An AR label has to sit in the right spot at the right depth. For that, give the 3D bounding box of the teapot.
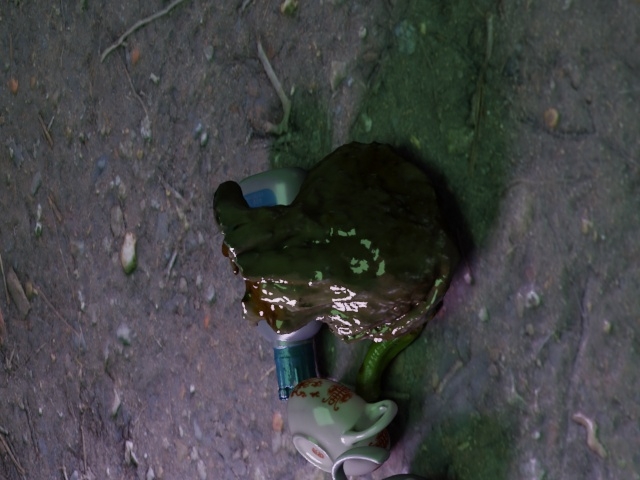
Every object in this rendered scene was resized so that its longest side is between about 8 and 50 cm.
[{"bbox_3d":[0.029,0.256,1.681,0.245,0.116,0.159,-14,108,56],"label":"teapot"}]

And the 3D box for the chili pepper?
[{"bbox_3d":[0.092,0.149,1.661,0.208,0.043,0.049,-62,34,36],"label":"chili pepper"}]

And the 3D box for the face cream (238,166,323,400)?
[{"bbox_3d":[-0.053,0.067,1.815,0.163,0.080,0.337,-12,83,54],"label":"face cream"}]

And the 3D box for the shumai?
[{"bbox_3d":[0.000,0.000,1.572,0.314,0.262,0.267,18,103,52],"label":"shumai"}]

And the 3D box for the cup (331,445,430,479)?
[{"bbox_3d":[0.103,0.352,1.594,0.142,0.134,0.174,-37,56,48],"label":"cup"}]
